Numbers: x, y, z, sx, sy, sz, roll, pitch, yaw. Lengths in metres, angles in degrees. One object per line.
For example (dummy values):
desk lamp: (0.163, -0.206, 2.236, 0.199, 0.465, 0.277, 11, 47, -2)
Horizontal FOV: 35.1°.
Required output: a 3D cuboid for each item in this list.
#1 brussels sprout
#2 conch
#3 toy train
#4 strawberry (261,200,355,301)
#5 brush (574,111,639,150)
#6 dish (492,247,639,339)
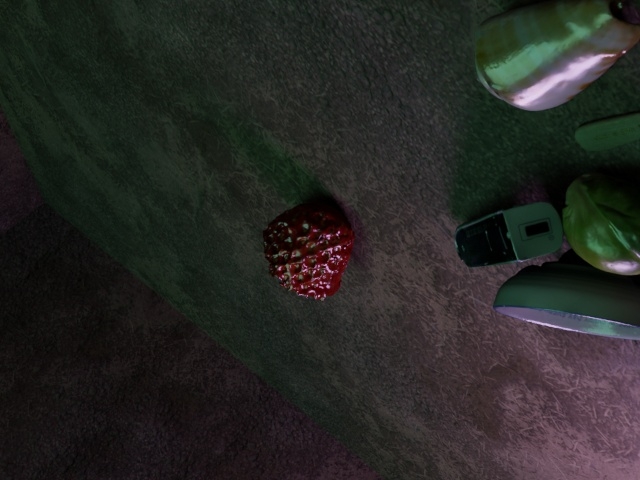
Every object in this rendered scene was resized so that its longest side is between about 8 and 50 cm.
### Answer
brussels sprout: (0.429, -0.024, 1.458, 0.183, 0.145, 0.131, 32, 123, 21)
conch: (0.293, -0.246, 1.346, 0.158, 0.127, 0.255, 52, 156, -9)
toy train: (0.304, -0.007, 1.691, 0.407, 0.088, 0.086, 146, 107, -85)
strawberry: (0.000, 0.000, 2.223, 0.234, 0.234, 0.178, 48, 125, -2)
brush: (0.455, -0.159, 1.339, 0.085, 0.020, 0.336, 52, 156, -12)
dish: (0.422, 0.072, 1.617, 0.273, 0.133, 0.273, 11, 171, 2)
